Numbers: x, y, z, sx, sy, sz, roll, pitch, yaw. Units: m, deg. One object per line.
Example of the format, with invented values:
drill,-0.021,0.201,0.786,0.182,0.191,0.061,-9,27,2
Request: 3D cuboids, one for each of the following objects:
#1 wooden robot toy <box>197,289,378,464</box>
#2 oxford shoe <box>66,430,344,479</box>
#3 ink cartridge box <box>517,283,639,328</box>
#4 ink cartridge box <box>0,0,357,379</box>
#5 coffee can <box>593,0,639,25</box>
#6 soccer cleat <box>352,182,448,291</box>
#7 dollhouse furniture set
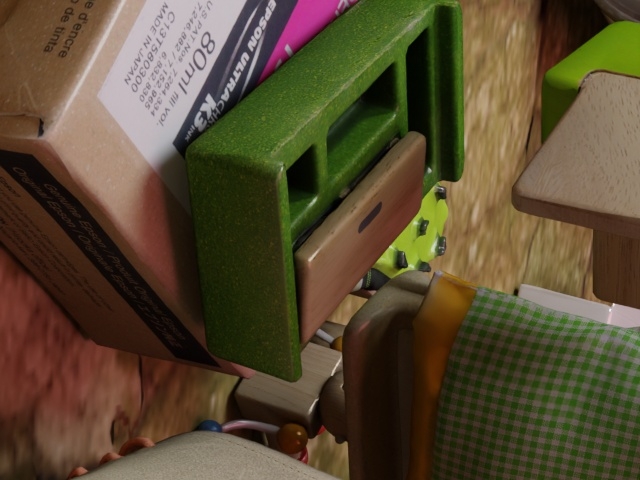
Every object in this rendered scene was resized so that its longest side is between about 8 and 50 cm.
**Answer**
wooden robot toy,0.009,0.076,0.973,0.173,0.079,0.076,-58,145,-29
oxford shoe,-0.084,0.142,0.713,0.397,0.146,0.140,15,129,-30
ink cartridge box,0.158,0.100,1.253,0.115,0.067,0.198,27,78,-61
ink cartridge box,-0.050,-0.091,0.798,0.234,0.088,0.193,-66,148,-20
coffee can,0.287,-0.150,1.244,0.275,0.202,0.201,45,62,-57
soccer cleat,0.000,0.000,0.934,0.179,0.072,0.060,-24,119,-54
dollhouse furniture set,0.080,0.072,0.805,0.151,0.198,0.301,-49,145,-45
